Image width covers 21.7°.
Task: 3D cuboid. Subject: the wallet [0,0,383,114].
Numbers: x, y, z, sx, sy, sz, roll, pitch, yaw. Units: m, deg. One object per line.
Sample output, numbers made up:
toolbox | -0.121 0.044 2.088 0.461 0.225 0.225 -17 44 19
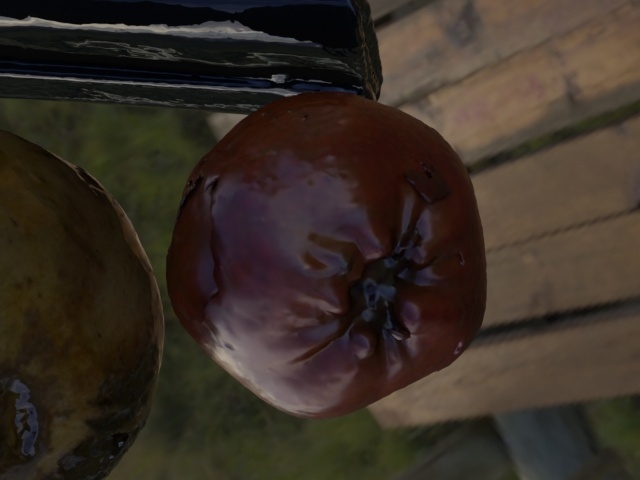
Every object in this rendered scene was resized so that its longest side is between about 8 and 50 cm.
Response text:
wallet | -0.162 -0.148 1.207 0.406 0.062 0.228 5 162 8

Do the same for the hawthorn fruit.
hawthorn fruit | 0.000 0.000 1.115 0.299 0.211 0.211 -122 8 -77

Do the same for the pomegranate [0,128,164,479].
pomegranate | -0.261 0.069 1.109 0.322 0.322 0.322 37 144 33
